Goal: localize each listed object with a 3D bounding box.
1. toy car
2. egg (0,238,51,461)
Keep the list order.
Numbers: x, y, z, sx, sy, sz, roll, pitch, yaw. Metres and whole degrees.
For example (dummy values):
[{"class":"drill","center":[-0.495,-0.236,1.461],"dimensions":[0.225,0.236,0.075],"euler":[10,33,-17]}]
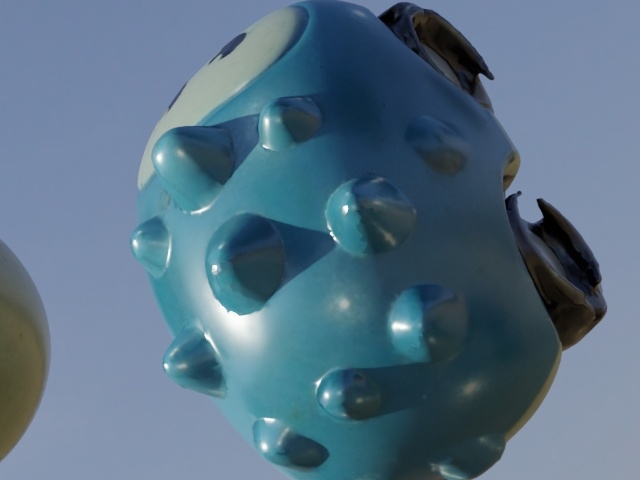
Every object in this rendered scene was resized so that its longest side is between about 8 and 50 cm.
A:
[{"class":"toy car","center":[0.000,0.000,0.903],"dimensions":[0.188,0.255,0.190],"euler":[-39,-31,24]},{"class":"egg","center":[-0.274,0.062,1.049],"dimensions":[0.253,0.188,0.188],"euler":[-2,-35,-28]}]
